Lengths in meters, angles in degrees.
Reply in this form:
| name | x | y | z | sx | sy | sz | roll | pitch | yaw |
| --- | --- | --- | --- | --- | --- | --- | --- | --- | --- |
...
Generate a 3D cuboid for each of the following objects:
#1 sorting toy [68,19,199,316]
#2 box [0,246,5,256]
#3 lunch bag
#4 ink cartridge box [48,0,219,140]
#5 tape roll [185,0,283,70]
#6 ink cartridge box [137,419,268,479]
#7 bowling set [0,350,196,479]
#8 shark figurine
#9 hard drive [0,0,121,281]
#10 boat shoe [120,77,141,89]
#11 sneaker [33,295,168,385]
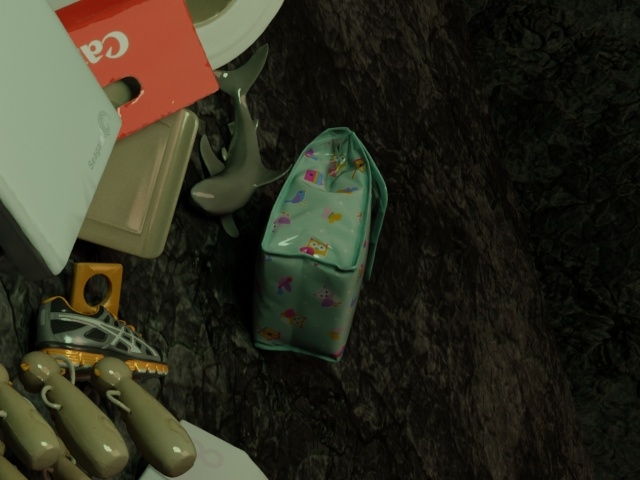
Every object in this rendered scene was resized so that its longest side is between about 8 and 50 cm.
| name | x | y | z | sx | sy | sz | roll | pitch | yaw |
| --- | --- | --- | --- | --- | --- | --- | --- | --- | --- |
| sorting toy | -0.241 | -0.085 | 1.658 | 0.196 | 0.047 | 0.348 | 20 | 84 | -44 |
| box | -0.391 | -0.156 | 1.197 | 0.293 | 0.212 | 0.395 | -50 | 125 | -63 |
| lunch bag | 0.000 | 0.000 | 2.064 | 0.223 | 0.160 | 0.262 | 99 | 4 | -47 |
| ink cartridge box | -0.266 | -0.275 | 1.521 | 0.308 | 0.091 | 0.385 | -30 | 110 | -30 |
| tape roll | -0.168 | -0.336 | 1.749 | 0.100 | 0.286 | 0.286 | 39 | -9 | 42 |
| ink cartridge box | -0.098 | 0.319 | 1.691 | 0.189 | 0.232 | 0.066 | -56 | 168 | -61 |
| bowling set | -0.279 | 0.213 | 1.430 | 0.154 | 0.200 | 0.287 | 46 | 10 | 28 |
| shark figurine | -0.094 | -0.121 | 2.043 | 0.166 | 0.116 | 0.278 | 58 | 32 | -44 |
| hard drive | -0.266 | -0.146 | 1.164 | 0.203 | 0.040 | 0.307 | -77 | 147 | -45 |
| boat shoe | -0.221 | -0.137 | 1.749 | 0.063 | 0.066 | 0.184 | -115 | -159 | -62 |
| sneaker | -0.236 | 0.113 | 1.622 | 0.215 | 0.084 | 0.083 | 24 | 53 | -63 |
